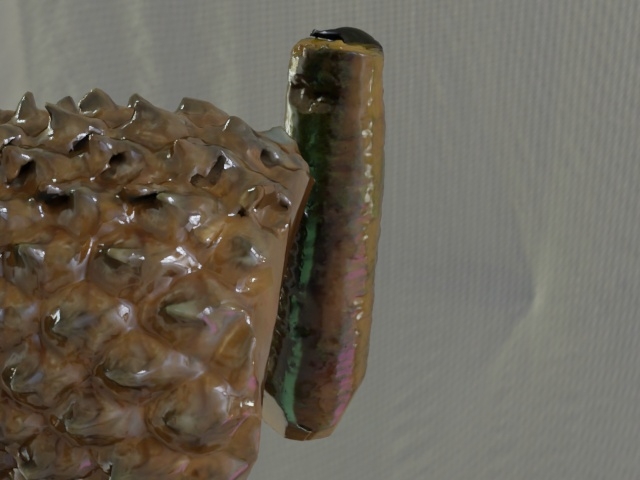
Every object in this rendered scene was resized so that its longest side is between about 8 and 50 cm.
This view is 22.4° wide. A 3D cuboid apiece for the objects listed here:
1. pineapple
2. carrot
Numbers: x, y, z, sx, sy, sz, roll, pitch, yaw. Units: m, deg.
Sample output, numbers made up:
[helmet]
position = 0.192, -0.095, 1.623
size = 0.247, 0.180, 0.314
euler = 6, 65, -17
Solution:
[pineapple]
position = -0.193, 0.013, 0.811
size = 0.357, 0.223, 0.223
euler = 12, -52, 0
[carrot]
position = 0.000, 0.000, 0.947
size = 0.070, 0.070, 0.260
euler = 13, -61, 17
